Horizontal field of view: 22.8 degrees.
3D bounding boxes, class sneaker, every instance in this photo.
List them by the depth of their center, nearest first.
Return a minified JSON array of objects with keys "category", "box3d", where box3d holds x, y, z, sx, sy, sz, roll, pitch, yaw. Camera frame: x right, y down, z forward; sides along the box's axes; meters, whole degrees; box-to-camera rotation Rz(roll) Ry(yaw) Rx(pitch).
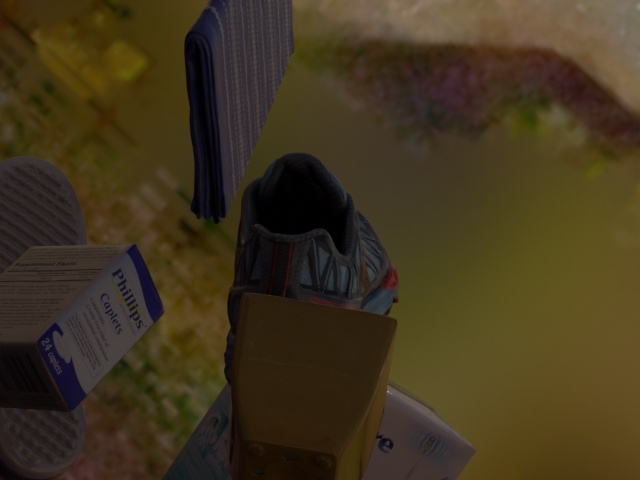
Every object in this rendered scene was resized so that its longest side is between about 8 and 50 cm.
[{"category":"sneaker","box3d":[0.000,0.000,1.016,0.104,0.125,0.262,2,19,3]},{"category":"sneaker","box3d":[-0.295,0.083,1.530,0.126,0.321,0.127,6,-25,-23]}]

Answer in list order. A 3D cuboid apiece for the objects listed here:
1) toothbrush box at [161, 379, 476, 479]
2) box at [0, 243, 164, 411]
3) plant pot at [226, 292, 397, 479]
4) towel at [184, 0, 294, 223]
[{"category":"toothbrush box","box3d":[-0.026,0.255,1.558,0.216,0.296,0.126,33,3,-25]},{"category":"box","box3d":[-0.218,0.069,1.286,0.126,0.137,0.072,-1,-56,37]},{"category":"plant pot","box3d":[-0.010,0.088,0.802,0.081,0.081,0.083,10,43,4]},{"category":"towel","box3d":[-0.085,-0.207,1.684,0.040,0.336,0.243,7,-49,10]}]
